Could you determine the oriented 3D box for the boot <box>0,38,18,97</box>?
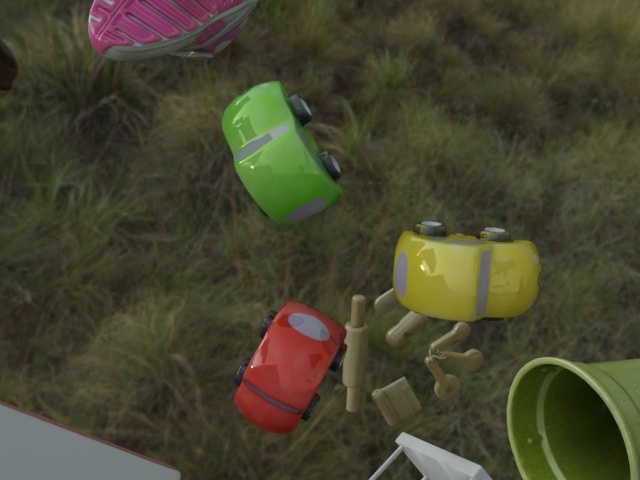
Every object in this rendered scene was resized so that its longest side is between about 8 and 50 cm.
[{"bbox_3d":[-0.253,-0.240,0.651,0.207,0.248,0.090,-35,54,-2],"label":"boot"}]

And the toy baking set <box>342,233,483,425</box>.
[{"bbox_3d":[0.118,0.115,1.069,0.197,0.256,0.030,-11,24,-18],"label":"toy baking set"}]

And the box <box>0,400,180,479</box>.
[{"bbox_3d":[-0.270,0.172,0.379,0.345,0.215,0.168,-5,65,16],"label":"box"}]

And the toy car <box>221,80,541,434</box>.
[{"bbox_3d":[0.000,0.000,0.558,0.225,0.239,0.053,60,13,-4],"label":"toy car"}]

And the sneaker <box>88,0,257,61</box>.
[{"bbox_3d":[-0.152,-0.245,0.941,0.103,0.111,0.252,46,49,11],"label":"sneaker"}]

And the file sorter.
[{"bbox_3d":[0.182,0.434,1.136,0.173,0.193,0.277,-44,108,-17],"label":"file sorter"}]

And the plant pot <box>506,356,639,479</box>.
[{"bbox_3d":[0.479,0.293,1.314,0.254,0.276,0.276,-9,45,-25],"label":"plant pot"}]
